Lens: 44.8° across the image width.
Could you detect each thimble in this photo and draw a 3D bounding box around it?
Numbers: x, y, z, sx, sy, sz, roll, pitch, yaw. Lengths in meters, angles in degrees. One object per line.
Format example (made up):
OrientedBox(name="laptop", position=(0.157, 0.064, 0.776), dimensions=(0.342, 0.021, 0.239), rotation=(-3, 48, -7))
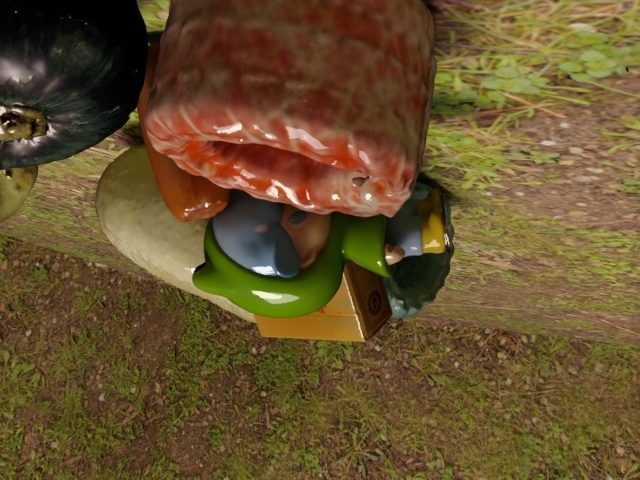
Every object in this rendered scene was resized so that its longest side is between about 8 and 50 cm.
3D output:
OrientedBox(name="thimble", position=(-0.020, -0.120, 0.655), dimensions=(0.239, 0.162, 0.239), rotation=(12, 169, 2))
OrientedBox(name="thimble", position=(0.086, 0.002, 1.099), dimensions=(0.143, 0.235, 0.198), rotation=(2, 121, 36))

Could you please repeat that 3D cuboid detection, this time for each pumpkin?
OrientedBox(name="pumpkin", position=(-0.257, -0.156, 0.634), dimensions=(0.233, 0.162, 0.233), rotation=(-9, 157, -4))

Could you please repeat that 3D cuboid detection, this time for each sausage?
OrientedBox(name="sausage", position=(-0.141, -0.113, 0.776), dimensions=(0.076, 0.197, 0.076), rotation=(-15, 161, -5))

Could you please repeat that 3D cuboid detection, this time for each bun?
OrientedBox(name="bun", position=(-0.167, -0.022, 1.187), dimensions=(0.361, 0.213, 0.361), rotation=(27, 170, 5))

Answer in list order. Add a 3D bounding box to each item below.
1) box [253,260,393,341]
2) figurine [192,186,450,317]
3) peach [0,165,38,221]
OrientedBox(name="box", position=(-0.032, -0.011, 0.965), dimensions=(0.174, 0.274, 0.076), rotation=(-2, -156, 39))
OrientedBox(name="figurine", position=(0.000, 0.000, 0.806), dimensions=(0.264, 0.162, 0.143), rotation=(-7, 125, 8))
OrientedBox(name="peach", position=(-0.530, -0.118, 1.107), dimensions=(0.236, 0.214, 0.214), rotation=(28, 178, 29))
